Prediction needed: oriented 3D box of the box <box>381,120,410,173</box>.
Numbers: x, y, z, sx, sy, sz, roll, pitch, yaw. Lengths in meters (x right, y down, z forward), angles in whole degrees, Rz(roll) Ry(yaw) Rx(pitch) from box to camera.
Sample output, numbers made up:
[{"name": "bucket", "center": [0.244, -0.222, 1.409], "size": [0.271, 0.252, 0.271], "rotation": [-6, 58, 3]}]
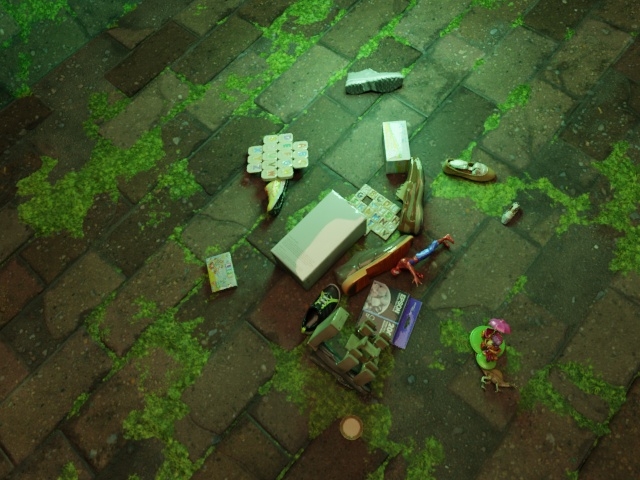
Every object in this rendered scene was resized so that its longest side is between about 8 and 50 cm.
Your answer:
[{"name": "box", "center": [0.333, -0.413, 2.043], "size": [0.103, 0.114, 0.203], "rotation": [-4, 68, 3]}]

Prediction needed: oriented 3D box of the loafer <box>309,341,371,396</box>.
[{"name": "loafer", "center": [0.070, 0.488, 1.709], "size": [0.267, 0.096, 0.084], "rotation": [40, 95, 26]}]

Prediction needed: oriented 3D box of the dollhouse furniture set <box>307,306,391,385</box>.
[{"name": "dollhouse furniture set", "center": [0.101, 0.386, 1.678], "size": [0.242, 0.161, 0.212], "rotation": [42, 39, -3]}]

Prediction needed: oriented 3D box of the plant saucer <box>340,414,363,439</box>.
[{"name": "plant saucer", "center": [0.112, 0.672, 1.656], "size": [0.083, 0.015, 0.084], "rotation": [-2, 67, 5]}]

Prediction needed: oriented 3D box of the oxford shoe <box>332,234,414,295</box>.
[{"name": "oxford shoe", "center": [0.212, 0.066, 1.847], "size": [0.363, 0.130, 0.133], "rotation": [-32, 57, -13]}]

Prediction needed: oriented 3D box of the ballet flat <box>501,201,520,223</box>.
[{"name": "ballet flat", "center": [0.794, -0.118, 1.920], "size": [0.041, 0.041, 0.114], "rotation": [37, 75, 18]}]

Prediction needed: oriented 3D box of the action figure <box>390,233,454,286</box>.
[{"name": "action figure", "center": [0.417, 0.095, 1.832], "size": [0.280, 0.091, 0.139], "rotation": [-25, 74, -10]}]

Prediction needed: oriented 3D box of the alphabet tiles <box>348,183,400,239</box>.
[{"name": "alphabet tiles", "center": [0.223, -0.111, 1.982], "size": [0.237, 0.009, 0.198], "rotation": [37, 75, 18]}]

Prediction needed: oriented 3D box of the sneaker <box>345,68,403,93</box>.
[{"name": "sneaker", "center": [0.258, -0.785, 2.210], "size": [0.280, 0.105, 0.116], "rotation": [-2, 67, 5]}]

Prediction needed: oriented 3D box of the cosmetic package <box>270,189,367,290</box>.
[{"name": "cosmetic package", "center": [0.000, 0.000, 1.870], "size": [0.365, 0.155, 0.197], "rotation": [-43, 70, -12]}]

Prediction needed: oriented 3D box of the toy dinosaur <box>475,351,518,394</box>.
[{"name": "toy dinosaur", "center": [0.619, 0.500, 1.678], "size": [0.183, 0.053, 0.092], "rotation": [36, 57, 22]}]

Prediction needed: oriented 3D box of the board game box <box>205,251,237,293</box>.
[{"name": "board game box", "center": [-0.413, 0.135, 1.920], "size": [0.103, 0.026, 0.154], "rotation": [-17, 67, -3]}]

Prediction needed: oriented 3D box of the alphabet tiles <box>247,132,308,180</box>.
[{"name": "alphabet tiles", "center": [-0.195, -0.382, 2.089], "size": [0.277, 0.021, 0.284], "rotation": [-4, 53, 3]}]

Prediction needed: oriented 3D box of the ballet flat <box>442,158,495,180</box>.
[{"name": "ballet flat", "center": [0.646, -0.308, 1.994], "size": [0.232, 0.073, 0.080], "rotation": [9, 69, 8]}]

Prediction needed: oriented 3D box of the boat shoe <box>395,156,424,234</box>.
[{"name": "boat shoe", "center": [0.369, -0.186, 1.912], "size": [0.119, 0.122, 0.325], "rotation": [1, 82, 10]}]

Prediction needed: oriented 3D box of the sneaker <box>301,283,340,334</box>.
[{"name": "sneaker", "center": [0.003, 0.268, 1.791], "size": [0.084, 0.097, 0.235], "rotation": [28, 72, 15]}]

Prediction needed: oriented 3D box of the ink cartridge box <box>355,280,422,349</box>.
[{"name": "ink cartridge box", "center": [0.268, 0.287, 1.791], "size": [0.208, 0.045, 0.207], "rotation": [21, 70, 11]}]

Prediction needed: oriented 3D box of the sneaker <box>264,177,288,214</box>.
[{"name": "sneaker", "center": [-0.207, -0.202, 2.021], "size": [0.094, 0.082, 0.209], "rotation": [10, 57, 9]}]

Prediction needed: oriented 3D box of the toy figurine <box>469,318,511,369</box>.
[{"name": "toy figurine", "center": [0.621, 0.355, 1.651], "size": [0.130, 0.159, 0.173], "rotation": [14, 56, 8]}]
